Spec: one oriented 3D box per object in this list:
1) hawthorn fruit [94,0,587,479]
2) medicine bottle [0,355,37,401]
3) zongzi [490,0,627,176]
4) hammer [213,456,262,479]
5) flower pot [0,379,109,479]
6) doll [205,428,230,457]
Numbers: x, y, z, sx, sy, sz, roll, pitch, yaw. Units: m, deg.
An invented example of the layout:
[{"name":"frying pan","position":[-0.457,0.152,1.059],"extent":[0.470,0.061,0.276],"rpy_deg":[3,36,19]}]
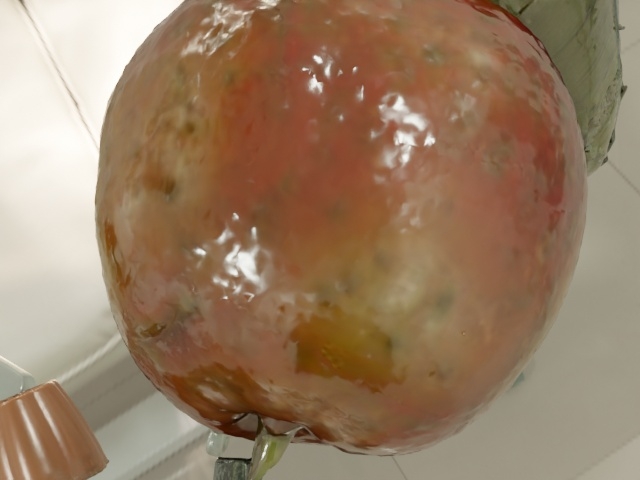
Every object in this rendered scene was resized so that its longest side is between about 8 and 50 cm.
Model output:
[{"name":"hawthorn fruit","position":[0.000,0.000,0.769],"extent":[0.403,0.403,0.402],"rpy_deg":[-9,59,15]},{"name":"medicine bottle","position":[-0.631,0.271,1.830],"extent":[0.183,0.069,0.119],"rpy_deg":[27,91,13]},{"name":"zongzi","position":[0.228,-0.265,0.945],"extent":[0.160,0.323,0.360],"rpy_deg":[6,57,35]},{"name":"hammer","position":[0.019,0.270,0.967],"extent":[0.043,0.365,0.111],"rpy_deg":[-4,78,36]},{"name":"flower pot","position":[-0.470,0.334,1.627],"extent":[0.191,0.190,0.173],"rpy_deg":[-22,92,7]},{"name":"doll","position":[-0.062,0.120,1.100],"extent":[0.160,0.311,0.242],"rpy_deg":[-1,61,1]}]
